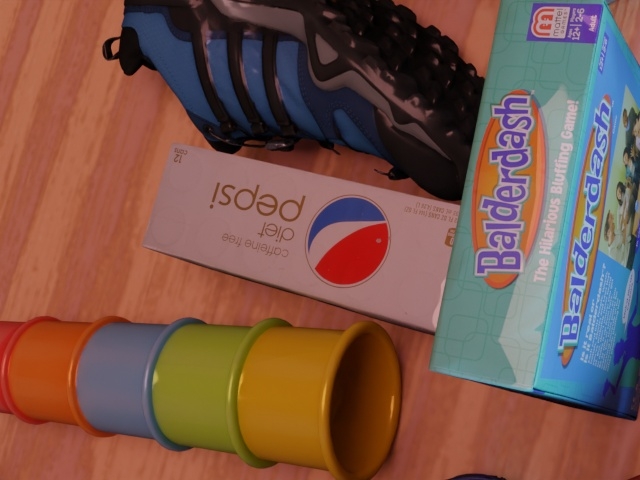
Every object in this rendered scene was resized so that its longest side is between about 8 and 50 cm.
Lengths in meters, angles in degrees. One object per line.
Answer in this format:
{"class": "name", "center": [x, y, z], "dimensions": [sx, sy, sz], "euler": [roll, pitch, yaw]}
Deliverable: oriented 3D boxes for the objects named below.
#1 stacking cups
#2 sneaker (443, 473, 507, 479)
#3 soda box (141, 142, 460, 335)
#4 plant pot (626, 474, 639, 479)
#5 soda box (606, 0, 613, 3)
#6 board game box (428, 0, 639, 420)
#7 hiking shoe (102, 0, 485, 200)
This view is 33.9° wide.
{"class": "stacking cups", "center": [-0.106, 0.085, 0.677], "dimensions": [0.316, 0.096, 0.096], "euler": [3, 80, 32]}
{"class": "sneaker", "center": [0.017, 0.198, 0.564], "dimensions": [0.221, 0.087, 0.083], "euler": [-33, 66, -4]}
{"class": "soda box", "center": [0.000, 0.000, 0.646], "dimensions": [0.216, 0.069, 0.074], "euler": [14, 85, 30]}
{"class": "plant pot", "center": [0.067, 0.221, 0.390], "dimensions": [0.272, 0.265, 0.272], "euler": [-19, 67, 56]}
{"class": "soda box", "center": [0.216, -0.229, 0.571], "dimensions": [0.286, 0.098, 0.091], "euler": [-28, 67, 19]}
{"class": "board game box", "center": [0.123, -0.002, 0.501], "dimensions": [0.047, 0.210, 0.160], "euler": [9, 82, 28]}
{"class": "hiking shoe", "center": [-0.013, -0.101, 0.672], "dimensions": [0.304, 0.113, 0.132], "euler": [40, 122, 28]}
